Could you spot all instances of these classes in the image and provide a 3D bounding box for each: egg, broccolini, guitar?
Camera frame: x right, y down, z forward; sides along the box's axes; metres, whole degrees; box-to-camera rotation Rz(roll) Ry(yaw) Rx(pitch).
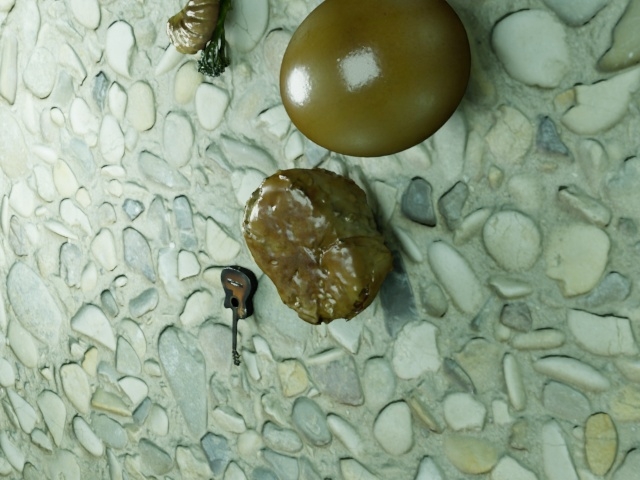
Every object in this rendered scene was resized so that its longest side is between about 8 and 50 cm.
[{"bbox_3d":[0.086,-0.279,1.690,0.351,0.282,0.283,-19,92,42],"label":"egg"},{"bbox_3d":[-0.191,-0.426,2.023,0.058,0.067,0.216,31,112,24],"label":"broccolini"},{"bbox_3d":[-0.179,0.166,2.217,0.088,0.025,0.233,17,115,34],"label":"guitar"}]

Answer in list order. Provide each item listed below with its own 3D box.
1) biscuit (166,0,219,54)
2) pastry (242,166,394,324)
[{"bbox_3d":[-0.256,-0.430,2.016,0.183,0.061,0.118,-22,65,53],"label":"biscuit"},{"bbox_3d":[0.000,0.000,1.930,0.255,0.162,0.311,-26,95,33],"label":"pastry"}]
